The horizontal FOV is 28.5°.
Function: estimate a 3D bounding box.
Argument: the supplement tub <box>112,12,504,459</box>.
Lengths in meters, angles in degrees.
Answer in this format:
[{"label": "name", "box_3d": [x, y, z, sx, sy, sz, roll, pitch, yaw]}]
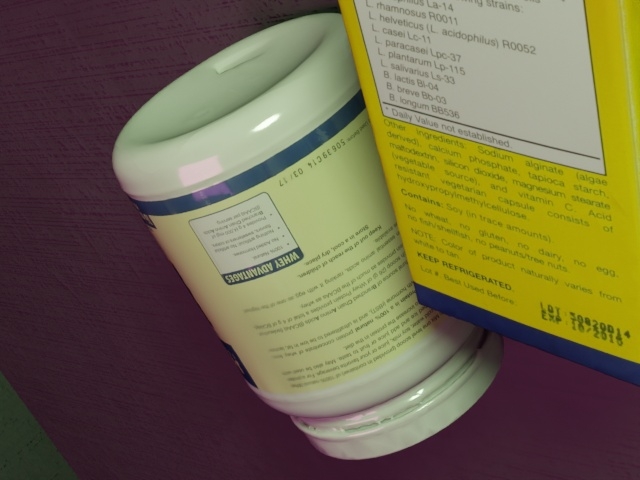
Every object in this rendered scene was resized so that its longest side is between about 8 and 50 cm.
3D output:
[{"label": "supplement tub", "box_3d": [0.000, 0.000, 1.067, 0.235, 0.235, 0.324, 1, 128, 51]}]

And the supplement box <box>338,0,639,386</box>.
[{"label": "supplement box", "box_3d": [0.157, -0.117, 0.771, 0.194, 0.195, 0.356, 20, 142, 37]}]
